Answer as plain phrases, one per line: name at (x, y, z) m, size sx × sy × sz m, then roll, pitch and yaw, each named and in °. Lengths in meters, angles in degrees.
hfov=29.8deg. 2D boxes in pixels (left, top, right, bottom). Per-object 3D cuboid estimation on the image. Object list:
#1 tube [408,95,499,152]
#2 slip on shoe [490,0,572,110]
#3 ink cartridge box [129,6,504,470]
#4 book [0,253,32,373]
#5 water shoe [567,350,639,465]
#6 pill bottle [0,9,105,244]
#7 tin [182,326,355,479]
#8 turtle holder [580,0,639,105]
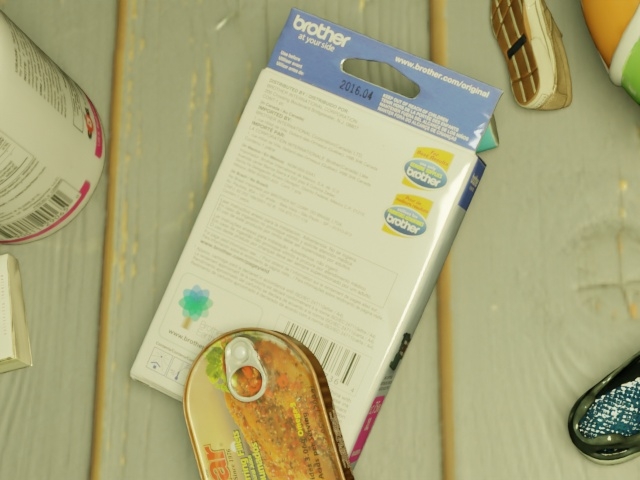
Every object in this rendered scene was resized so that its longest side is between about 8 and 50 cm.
tube at (0.037, -0.077, 0.968) m, size 0.207 × 0.052 × 0.080 m, roll -12°, pitch 68°, yaw 14°
slip on shoe at (0.172, -0.165, 0.966) m, size 0.041 × 0.051 × 0.135 m, roll 5°, pitch 61°, yaw -27°
ink cartridge box at (0.000, 0.000, 0.917) m, size 0.185 × 0.065 × 0.311 m, roll 24°, pitch 94°, yaw 17°
book at (-0.320, 0.074, 1.012) m, size 0.144 × 0.035 × 0.096 m, roll -16°, pitch 68°, yaw 9°
water shoe at (0.267, 0.092, 0.847) m, size 0.203 × 0.080 × 0.073 m, roll -37°, pitch 70°, yaw 0°
pill bottle at (-0.289, -0.108, 0.921) m, size 0.160 × 0.283 × 0.160 m, roll -3°, pitch 73°, yaw 11°
tin at (-0.035, 0.156, 0.864) m, size 0.106 × 0.040 × 0.190 m, roll -17°, pitch 81°, yaw 12°
turtle holder at (0.326, -0.219, 0.833) m, size 0.320 × 0.243 × 0.227 m, roll -38°, pitch 70°, yaw 13°
